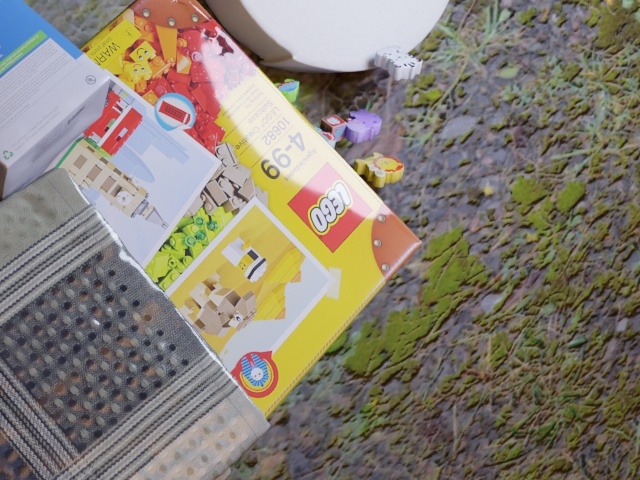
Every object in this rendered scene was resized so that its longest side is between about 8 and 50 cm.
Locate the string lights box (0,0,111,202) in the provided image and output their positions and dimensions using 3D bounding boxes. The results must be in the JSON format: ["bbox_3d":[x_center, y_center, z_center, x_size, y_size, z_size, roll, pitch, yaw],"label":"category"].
[{"bbox_3d":[-0.326,-0.171,1.353,0.259,0.077,0.133,41,62,6],"label":"string lights box"}]

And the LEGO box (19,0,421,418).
[{"bbox_3d":[-0.210,0.054,1.476,0.372,0.193,0.500,46,63,-7],"label":"LEGO box"}]

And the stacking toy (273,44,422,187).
[{"bbox_3d":[0.018,-0.119,1.764,0.221,0.052,0.167,-21,135,-35],"label":"stacking toy"}]

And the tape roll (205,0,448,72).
[{"bbox_3d":[0.009,-0.385,1.774,0.392,0.072,0.392,-3,94,-39],"label":"tape roll"}]

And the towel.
[{"bbox_3d":[-0.245,0.143,1.307,0.324,0.056,0.312,-39,92,-25],"label":"towel"}]
